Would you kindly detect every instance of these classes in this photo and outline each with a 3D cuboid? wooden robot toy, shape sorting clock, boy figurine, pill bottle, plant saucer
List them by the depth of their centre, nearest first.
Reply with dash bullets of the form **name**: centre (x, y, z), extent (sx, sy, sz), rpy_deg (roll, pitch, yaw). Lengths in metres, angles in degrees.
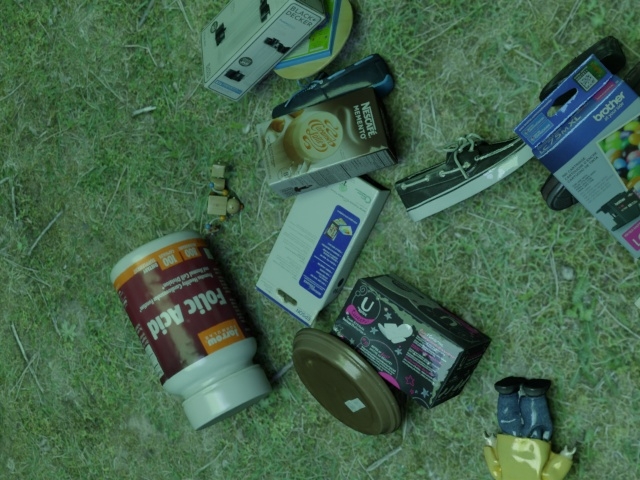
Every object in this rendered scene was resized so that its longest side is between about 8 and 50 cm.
- **boy figurine**: centre (0.390, 0.402, 1.759), extent (0.177, 0.092, 0.285), rpy_deg (-3, 94, 30)
- **plant saucer**: centre (0.042, 0.289, 1.878), extent (0.278, 0.041, 0.277), rpy_deg (35, 151, 23)
- **shape sorting clock**: centre (-0.020, -0.414, 1.905), extent (0.206, 0.040, 0.206), rpy_deg (-16, 62, 33)
- **pill bottle**: centre (-0.275, 0.194, 2.041), extent (0.224, 0.224, 0.392), rpy_deg (-35, 78, 28)
- **wooden robot toy**: centre (-0.210, -0.087, 2.082), extent (0.079, 0.076, 0.173), rpy_deg (6, 99, -6)

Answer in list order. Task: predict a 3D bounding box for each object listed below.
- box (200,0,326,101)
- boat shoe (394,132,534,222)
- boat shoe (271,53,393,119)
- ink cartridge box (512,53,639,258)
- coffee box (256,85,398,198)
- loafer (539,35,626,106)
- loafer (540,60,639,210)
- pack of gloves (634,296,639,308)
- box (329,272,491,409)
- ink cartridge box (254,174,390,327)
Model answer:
- **box**: centre (-0.122, -0.436, 1.912), extent (0.290, 0.087, 0.169), rpy_deg (-38, 46, 35)
- **boat shoe**: centre (0.273, -0.143, 1.761), extent (0.306, 0.113, 0.104), rpy_deg (-28, 95, 38)
- **boat shoe**: centre (0.021, -0.299, 1.909), extent (0.258, 0.109, 0.089), rpy_deg (-17, 75, 13)
- **ink cartridge box**: centre (0.491, -0.136, 1.567), extent (0.311, 0.065, 0.186), rpy_deg (43, 106, -12)
- **coffee box**: centre (0.013, -0.190, 1.856), extent (0.247, 0.098, 0.141), rpy_deg (-17, 71, 12)
- **loafer**: centre (0.462, -0.298, 1.678), extent (0.170, 0.062, 0.061), rpy_deg (-30, 41, 35)
- **loafer**: centre (0.494, -0.182, 1.650), extent (0.302, 0.109, 0.095), rpy_deg (-47, 53, 19)
- **pack of gloves**: centre (0.675, 0.092, 1.585), extent (0.195, 0.046, 0.232), rpy_deg (44, 134, 18)
- **box**: centre (0.174, 0.185, 1.819), extent (0.247, 0.163, 0.142), rpy_deg (35, 108, 23)
- **ink cartridge box**: centre (0.000, 0.000, 1.958), extent (0.165, 0.065, 0.332), rpy_deg (35, 109, 22)
